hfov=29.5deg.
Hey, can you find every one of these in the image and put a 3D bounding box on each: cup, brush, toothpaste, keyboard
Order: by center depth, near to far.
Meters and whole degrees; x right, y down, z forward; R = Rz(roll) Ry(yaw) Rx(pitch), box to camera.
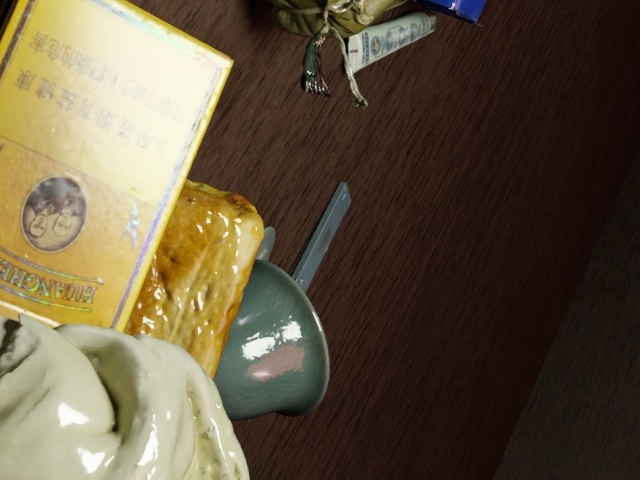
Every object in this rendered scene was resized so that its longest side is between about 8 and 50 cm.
[{"bbox_3d":[-0.110,0.136,1.409,0.150,0.199,0.199,-21,127,-39],"label":"cup"},{"bbox_3d":[-0.097,0.099,1.577,0.062,0.027,0.266,-33,140,-56],"label":"brush"},{"bbox_3d":[0.100,-0.288,1.713,0.239,0.039,0.062,-33,131,-53],"label":"toothpaste"},{"bbox_3d":[0.001,0.001,1.729,0.176,0.014,0.055,-63,156,-21],"label":"keyboard"}]

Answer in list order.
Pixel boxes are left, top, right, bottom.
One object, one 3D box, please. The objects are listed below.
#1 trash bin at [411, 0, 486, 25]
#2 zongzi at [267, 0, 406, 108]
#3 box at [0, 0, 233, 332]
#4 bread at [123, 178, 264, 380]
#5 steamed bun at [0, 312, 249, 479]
[{"bbox_3d":[0.192,-0.433,1.679,0.184,0.162,0.235,2,110,-66],"label":"trash bin"},{"bbox_3d":[0.014,-0.408,1.304,0.447,0.181,0.418,-50,134,-35],"label":"zongzi"},{"bbox_3d":[-0.218,-0.054,0.990,0.192,0.084,0.302,25,81,-29],"label":"box"},{"bbox_3d":[-0.184,0.093,1.171,0.149,0.195,0.344,-169,-81,-77],"label":"bread"},{"bbox_3d":[-0.240,0.212,0.908,0.394,0.346,0.238,31,47,-35],"label":"steamed bun"}]
